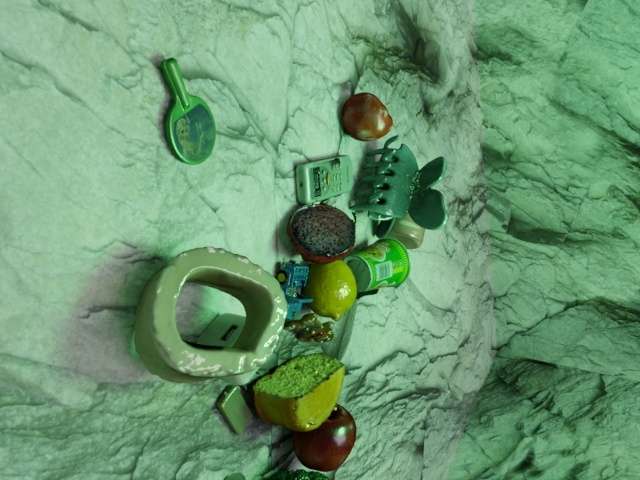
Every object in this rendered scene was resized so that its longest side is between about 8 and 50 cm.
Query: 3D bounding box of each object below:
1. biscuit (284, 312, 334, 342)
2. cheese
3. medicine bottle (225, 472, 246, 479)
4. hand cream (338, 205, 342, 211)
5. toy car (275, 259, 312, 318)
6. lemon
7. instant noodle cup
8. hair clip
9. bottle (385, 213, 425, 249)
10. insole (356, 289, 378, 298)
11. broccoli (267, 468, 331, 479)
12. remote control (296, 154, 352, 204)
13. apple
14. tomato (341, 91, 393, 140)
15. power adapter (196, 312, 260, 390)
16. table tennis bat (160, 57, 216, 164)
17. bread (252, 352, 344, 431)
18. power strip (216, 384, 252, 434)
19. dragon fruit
[{"bbox_3d":[-0.019,0.300,1.702,0.205,0.138,0.031,44,28,-50],"label":"biscuit"},{"bbox_3d":[-0.248,0.181,1.199,0.331,0.153,0.293,14,65,-30],"label":"cheese"},{"bbox_3d":[-0.232,0.746,1.496,0.080,0.080,0.131,-45,131,-44],"label":"medicine bottle"},{"bbox_3d":[0.054,-0.017,1.836,0.078,0.049,0.205,48,52,-49],"label":"hand cream"},{"bbox_3d":[-0.081,0.159,1.609,0.097,0.100,0.191,8,93,-61],"label":"toy car"},{"bbox_3d":[0.030,0.154,1.709,0.187,0.186,0.244,40,31,-52],"label":"lemon"},{"bbox_3d":[0.202,0.107,1.961,0.232,0.206,0.207,-15,108,-49],"label":"instant noodle cup"},{"bbox_3d":[0.288,-0.207,1.963,0.238,0.392,0.319,26,73,-28],"label":"hair clip"},{"bbox_3d":[0.375,-0.132,2.192,0.206,0.173,0.297,38,64,-46],"label":"bottle"},{"bbox_3d":[0.167,0.185,2.077,0.322,0.007,0.109,3,94,-57],"label":"insole"},{"bbox_3d":[-0.065,0.855,1.591,0.297,0.297,0.298,-36,166,-11],"label":"broccoli"},{"bbox_3d":[0.022,-0.209,1.745,0.296,0.056,0.141,-22,115,-53],"label":"remote control"},{"bbox_3d":[0.009,0.652,1.722,0.218,0.218,0.202,-31,130,-51],"label":"apple"},{"bbox_3d":[0.163,-0.434,1.826,0.151,0.187,0.187,-38,129,-21],"label":"tomato"},{"bbox_3d":[-0.224,0.317,1.395,0.130,0.125,0.205,-52,135,-40],"label":"power adapter"},{"bbox_3d":[-0.320,-0.305,1.228,0.160,0.039,0.257,-50,137,-43],"label":"table tennis bat"},{"bbox_3d":[-0.059,0.492,1.613,0.340,0.194,0.179,-16,108,-56],"label":"bread"},{"bbox_3d":[-0.247,0.483,1.476,0.076,0.028,0.169,-52,137,-39],"label":"power strip"},{"bbox_3d":[-0.004,0.001,1.646,0.148,0.218,0.224,107,4,-51],"label":"dragon fruit"}]
